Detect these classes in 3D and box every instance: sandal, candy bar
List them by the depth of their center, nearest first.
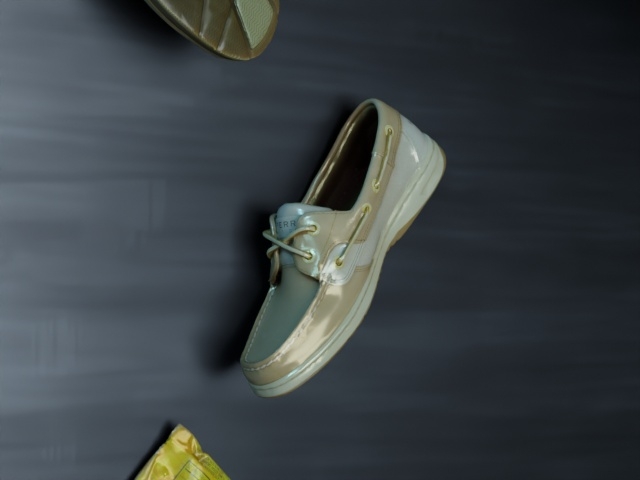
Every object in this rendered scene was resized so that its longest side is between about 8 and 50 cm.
[{"bbox_3d":[-0.093,-0.151,0.861,0.180,0.049,0.072,34,69,-19],"label":"sandal"},{"bbox_3d":[-0.036,0.159,0.951,0.040,0.018,0.161,-50,121,-17],"label":"candy bar"}]

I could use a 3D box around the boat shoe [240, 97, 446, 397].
[{"bbox_3d":[0.000,0.000,0.937,0.059,0.063,0.170,46,59,-28],"label":"boat shoe"}]
